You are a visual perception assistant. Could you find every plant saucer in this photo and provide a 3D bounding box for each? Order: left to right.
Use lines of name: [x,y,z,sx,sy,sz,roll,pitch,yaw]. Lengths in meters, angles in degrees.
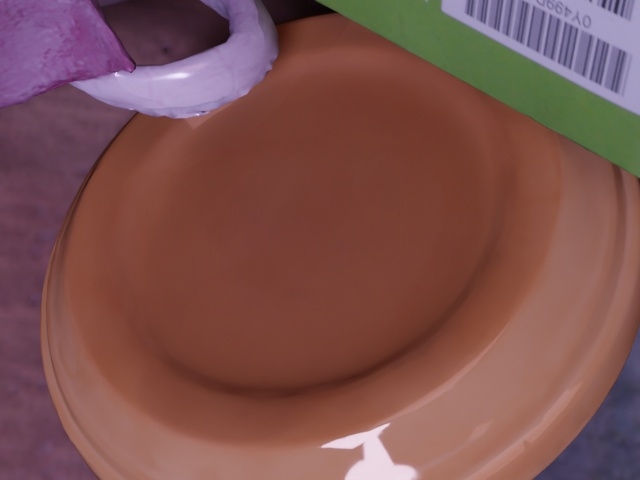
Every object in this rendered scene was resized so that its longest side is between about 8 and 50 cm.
plant saucer: [0.000,0.000,0.447,0.200,0.037,0.200,-10,56,15]

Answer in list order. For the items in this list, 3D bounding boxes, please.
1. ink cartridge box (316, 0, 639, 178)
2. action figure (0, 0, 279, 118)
ink cartridge box: [0.114,-0.152,0.475,0.189,0.097,0.255,34,51,29]
action figure: [-0.242,-0.010,0.446,0.276,0.248,0.370,31,90,-38]
